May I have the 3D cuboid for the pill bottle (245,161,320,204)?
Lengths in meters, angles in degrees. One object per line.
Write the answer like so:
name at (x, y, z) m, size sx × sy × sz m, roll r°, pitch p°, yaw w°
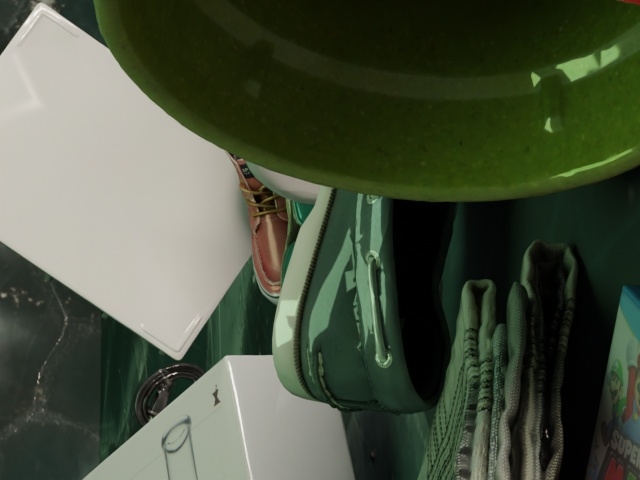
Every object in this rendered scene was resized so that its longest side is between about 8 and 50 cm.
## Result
pill bottle at (-0.007, -0.142, 1.216) m, size 0.229 × 0.131 × 0.131 m, roll -104°, pitch 21°, yaw -49°

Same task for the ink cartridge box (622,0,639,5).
ink cartridge box at (0.135, -0.166, 0.539) m, size 0.056 × 0.181 × 0.225 m, roll -64°, pitch -13°, yaw -60°

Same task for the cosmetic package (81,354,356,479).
cosmetic package at (-0.089, 0.285, 1.294) m, size 0.377 × 0.097 × 0.284 m, roll -42°, pitch 51°, yaw 50°

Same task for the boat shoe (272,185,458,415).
boat shoe at (0.062, -0.051, 1.009) m, size 0.099 × 0.116 × 0.319 m, roll 14°, pitch 89°, yaw 40°

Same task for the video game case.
video game case at (0.149, 0.119, 0.777) m, size 0.119 × 0.015 × 0.166 m, roll -119°, pitch 34°, yaw -65°

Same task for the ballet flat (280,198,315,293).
ballet flat at (0.000, 0.000, 1.362) m, size 0.052 × 0.057 × 0.168 m, roll 47°, pitch -138°, yaw -67°

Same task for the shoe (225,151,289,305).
shoe at (-0.043, -0.035, 1.415) m, size 0.081 × 0.063 × 0.178 m, roll 48°, pitch -149°, yaw -46°

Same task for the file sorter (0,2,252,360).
file sorter at (-0.198, -0.043, 1.570) m, size 0.193 × 0.277 × 0.173 m, roll -56°, pitch 6°, yaw -11°

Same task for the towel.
towel at (0.060, 0.197, 0.873) m, size 0.312 × 0.056 × 0.324 m, roll -74°, pitch -1°, yaw -53°

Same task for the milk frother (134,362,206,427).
milk frother at (-0.079, 0.161, 1.438) m, size 0.135 × 0.143 × 0.129 m, roll 132°, pitch 142°, yaw -69°

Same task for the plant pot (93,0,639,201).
plant pot at (0.054, -0.194, 0.781) m, size 0.276 × 0.276 × 0.254 m, roll 119°, pitch 161°, yaw -61°
